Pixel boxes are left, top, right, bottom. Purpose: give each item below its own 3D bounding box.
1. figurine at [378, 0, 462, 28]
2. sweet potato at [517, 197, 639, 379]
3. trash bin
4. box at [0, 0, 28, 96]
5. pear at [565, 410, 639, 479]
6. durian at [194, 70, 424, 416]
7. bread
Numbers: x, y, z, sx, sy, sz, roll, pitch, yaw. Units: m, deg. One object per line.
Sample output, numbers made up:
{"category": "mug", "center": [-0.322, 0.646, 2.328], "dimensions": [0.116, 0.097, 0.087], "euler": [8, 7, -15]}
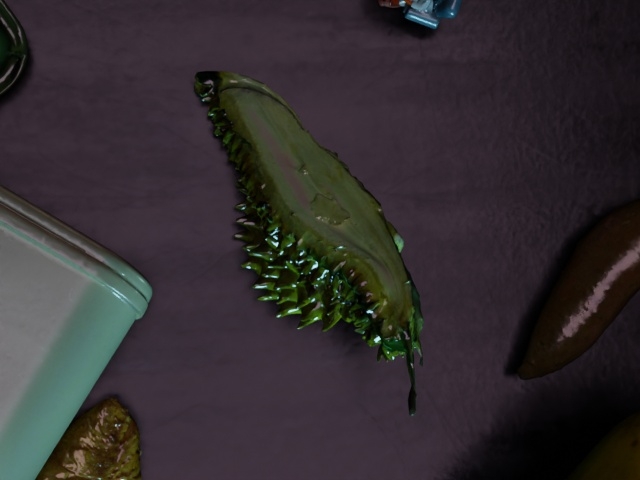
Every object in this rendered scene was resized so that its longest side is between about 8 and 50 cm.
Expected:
{"category": "figurine", "center": [0.097, -0.237, 1.350], "dimensions": [0.075, 0.140, 0.068], "euler": [21, 82, -4]}
{"category": "sweet potato", "center": [0.316, 0.008, 1.398], "dimensions": [0.346, 0.079, 0.108], "euler": [-25, 118, -9]}
{"category": "trash bin", "center": [-0.302, 0.084, 1.281], "dimensions": [0.243, 0.121, 0.247], "euler": [30, 76, -4]}
{"category": "box", "center": [-0.439, -0.166, 1.266], "dimensions": [0.328, 0.178, 0.253], "euler": [-38, 90, -7]}
{"category": "pear", "center": [0.309, 0.342, 1.243], "dimensions": [0.362, 0.362, 0.418], "euler": [4, 81, -6]}
{"category": "durian", "center": [-0.003, -0.001, 1.332], "dimensions": [0.132, 0.107, 0.375], "euler": [-29, 68, -17]}
{"category": "bread", "center": [-0.218, 0.250, 1.319], "dimensions": [0.105, 0.076, 0.233], "euler": [16, 78, -18]}
